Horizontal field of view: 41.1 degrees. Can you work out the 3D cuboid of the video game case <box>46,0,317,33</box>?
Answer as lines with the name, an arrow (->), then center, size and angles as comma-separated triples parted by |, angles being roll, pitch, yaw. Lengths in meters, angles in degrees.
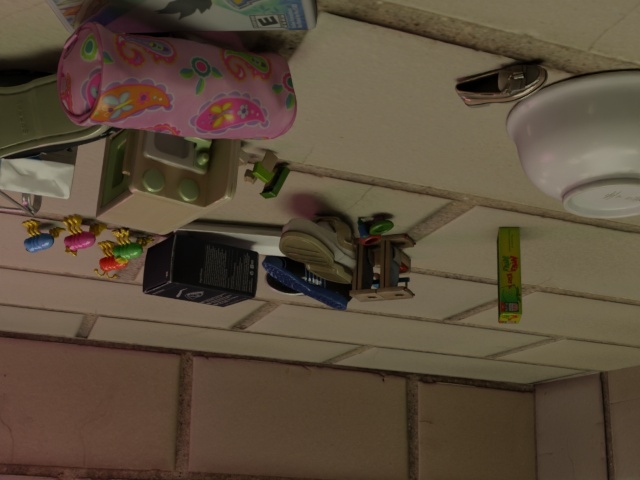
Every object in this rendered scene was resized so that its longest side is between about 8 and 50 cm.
video game case -> -0.169, -0.306, 0.849 | 0.300, 0.036, 0.329 | 1, 163, 7

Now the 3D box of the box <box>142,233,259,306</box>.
box -> -0.262, 0.070, 1.864 | 0.207, 0.108, 0.153 | 14, 160, -32

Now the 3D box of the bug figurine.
bug figurine -> -0.511, 0.017, 1.891 | 0.216, 0.072, 0.279 | -14, 156, 43

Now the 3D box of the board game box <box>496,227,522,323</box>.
board game box -> 0.388, 0.073, 1.755 | 0.043, 0.181, 0.092 | 0, 163, 9

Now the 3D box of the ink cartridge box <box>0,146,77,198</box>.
ink cartridge box -> -0.426, -0.136, 1.303 | 0.104, 0.180, 0.060 | 8, 119, -17

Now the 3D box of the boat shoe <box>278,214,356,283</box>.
boat shoe -> 0.000, 0.000, 1.709 | 0.113, 0.103, 0.302 | 11, 167, 18

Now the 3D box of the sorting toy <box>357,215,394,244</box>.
sorting toy -> 0.103, -0.028, 1.725 | 0.061, 0.042, 0.102 | -6, 156, -28

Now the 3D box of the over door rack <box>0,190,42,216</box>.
over door rack -> -0.620, -0.096, 1.429 | 0.240, 0.108, 0.324 | 4, -176, -4

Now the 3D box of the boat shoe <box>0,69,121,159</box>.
boat shoe -> -0.418, -0.174, 1.181 | 0.340, 0.127, 0.113 | -7, -179, 16

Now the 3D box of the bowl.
bowl -> 0.417, -0.115, 1.223 | 0.298, 0.134, 0.298 | 3, 163, 1

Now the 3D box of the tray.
tray -> -0.178, -0.006, 1.840 | 0.270, 0.030, 0.145 | 5, 162, -6

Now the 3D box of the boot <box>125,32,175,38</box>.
boot -> -0.188, -0.236, 1.072 | 0.119, 0.042, 0.087 | 3, 161, -3

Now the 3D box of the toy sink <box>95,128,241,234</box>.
toy sink -> -0.234, -0.117, 1.280 | 0.131, 0.152, 0.234 | 15, 160, -33

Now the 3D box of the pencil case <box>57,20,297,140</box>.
pencil case -> -0.162, -0.185, 1.017 | 0.284, 0.124, 0.124 | -1, 169, -40

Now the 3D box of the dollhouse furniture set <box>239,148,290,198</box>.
dollhouse furniture set -> -0.121, -0.135, 1.421 | 0.152, 0.058, 0.076 | 38, 154, -30

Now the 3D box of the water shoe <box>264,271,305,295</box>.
water shoe -> -0.038, 0.109, 2.123 | 0.203, 0.072, 0.080 | 3, 165, 0

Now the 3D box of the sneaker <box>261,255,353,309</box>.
sneaker -> -0.024, 0.078, 2.026 | 0.232, 0.090, 0.081 | 29, 158, -10

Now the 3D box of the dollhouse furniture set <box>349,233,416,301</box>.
dollhouse furniture set -> 0.161, 0.077, 1.890 | 0.129, 0.129, 0.184 | -6, 160, 25

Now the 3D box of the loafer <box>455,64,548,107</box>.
loafer -> 0.234, -0.204, 1.117 | 0.125, 0.045, 0.039 | -10, 152, 44
